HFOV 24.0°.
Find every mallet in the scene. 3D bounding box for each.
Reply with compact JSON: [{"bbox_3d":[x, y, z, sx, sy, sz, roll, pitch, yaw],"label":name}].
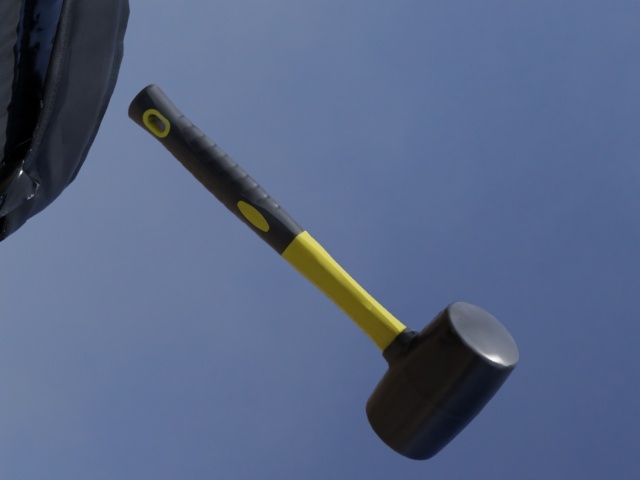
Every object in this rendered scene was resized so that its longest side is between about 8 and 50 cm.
[{"bbox_3d":[0.000,0.000,0.600,0.062,0.190,0.039,-43,175,28],"label":"mallet"}]

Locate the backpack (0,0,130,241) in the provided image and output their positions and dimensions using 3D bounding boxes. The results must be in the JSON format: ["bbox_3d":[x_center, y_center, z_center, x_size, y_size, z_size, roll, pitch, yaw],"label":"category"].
[{"bbox_3d":[-0.138,-0.082,0.481,0.115,0.152,0.182,20,-61,32],"label":"backpack"}]
